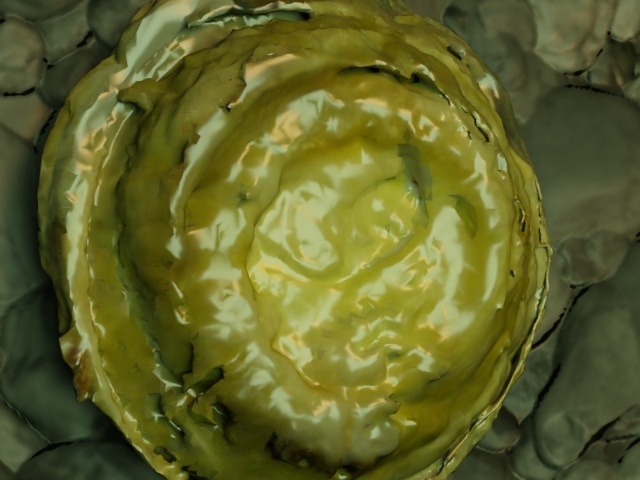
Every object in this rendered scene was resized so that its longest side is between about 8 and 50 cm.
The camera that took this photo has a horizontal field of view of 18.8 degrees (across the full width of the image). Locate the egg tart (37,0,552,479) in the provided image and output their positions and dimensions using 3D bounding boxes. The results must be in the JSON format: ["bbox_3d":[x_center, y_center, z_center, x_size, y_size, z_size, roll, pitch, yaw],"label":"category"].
[{"bbox_3d":[0.000,0.000,0.917,0.279,0.095,0.278,2,86,-21],"label":"egg tart"}]
